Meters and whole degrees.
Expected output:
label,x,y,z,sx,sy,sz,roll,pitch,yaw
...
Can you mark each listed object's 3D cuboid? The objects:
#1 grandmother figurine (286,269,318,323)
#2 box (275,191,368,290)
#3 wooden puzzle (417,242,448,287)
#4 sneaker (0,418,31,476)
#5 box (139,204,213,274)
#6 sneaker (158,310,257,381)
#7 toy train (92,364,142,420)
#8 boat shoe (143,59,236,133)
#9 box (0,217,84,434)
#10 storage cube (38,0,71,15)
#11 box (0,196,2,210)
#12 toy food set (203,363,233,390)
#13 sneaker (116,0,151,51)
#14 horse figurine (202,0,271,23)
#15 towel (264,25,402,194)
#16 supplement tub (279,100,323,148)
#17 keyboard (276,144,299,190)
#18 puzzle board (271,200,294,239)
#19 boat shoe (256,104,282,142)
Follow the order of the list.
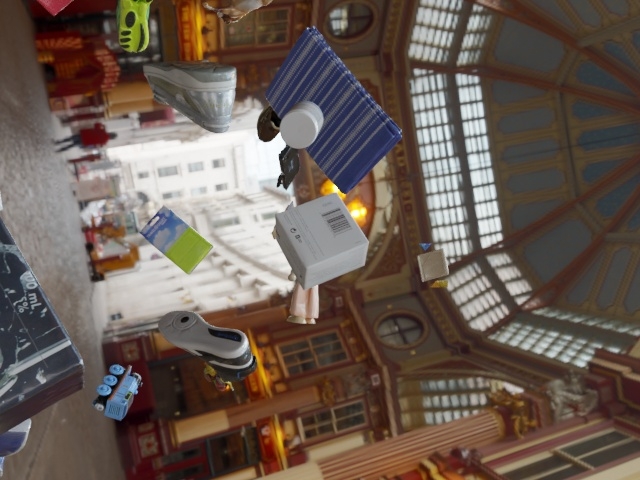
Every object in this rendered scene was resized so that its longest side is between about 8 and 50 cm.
label,x,y,z,sx,sy,sz,roll,pitch,yaw
grandmother figurine,-0.040,0.117,2.194,0.208,0.103,0.343,18,79,-71
box,0.000,0.000,1.600,0.181,0.181,0.119,59,-19,28
wooden puzzle,0.265,0.059,1.478,0.014,0.078,0.117,-143,-135,-72
sneaker,-0.801,0.449,1.527,0.315,0.127,0.182,-46,-140,38
box,-0.400,-0.001,1.742,0.178,0.109,0.042,40,-8,0
sneaker,-0.222,0.219,1.227,0.216,0.079,0.121,14,-44,32
toy train,-0.592,0.440,1.833,0.184,0.105,0.080,-78,-170,-66
boat shoe,-0.228,-0.258,1.085,0.320,0.118,0.103,28,-56,55
box,-0.701,0.138,0.976,0.480,0.471,0.297,57,-29,5
storage cube,-0.576,-0.636,1.306,0.184,0.193,0.215,53,2,24
box,-0.785,-0.213,1.315,0.232,0.058,0.322,-2,-83,30
toy food set,-0.355,0.457,2.117,0.128,0.071,0.218,60,-15,20
sneaker,-0.509,-0.664,1.704,0.124,0.109,0.296,63,-40,33
horse figurine,-0.199,-0.675,1.707,0.174,0.263,0.066,5,63,-63
towel,0.022,-0.299,1.473,0.336,0.040,0.243,52,-45,9
supplement tub,-0.034,-0.216,1.161,0.107,0.070,0.071,-71,158,-67
keyboard,-0.093,-0.196,1.689,0.023,0.108,0.180,26,-19,12
puzzle board,-0.125,-0.067,2.074,0.011,0.128,0.096,30,-11,8
boat shoe,-0.156,-0.414,2.129,0.257,0.095,0.095,126,-24,-47
